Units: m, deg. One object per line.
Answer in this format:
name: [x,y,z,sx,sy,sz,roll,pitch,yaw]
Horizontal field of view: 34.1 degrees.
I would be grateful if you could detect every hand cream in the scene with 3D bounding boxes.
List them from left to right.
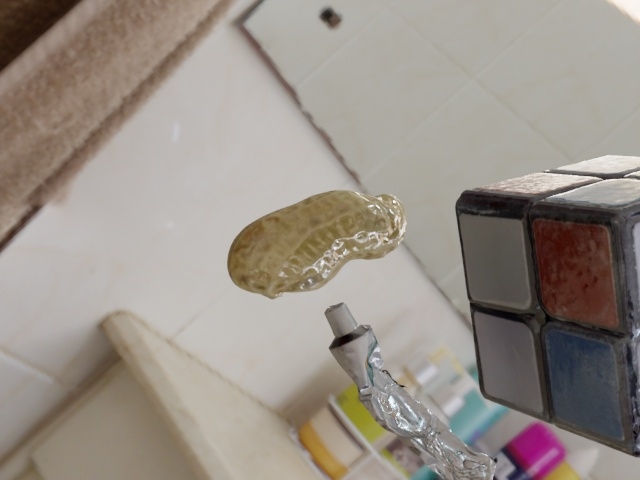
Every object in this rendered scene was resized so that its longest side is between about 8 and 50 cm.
hand cream: [0.088,0.170,1.091,0.257,0.050,0.084,49,32,-4]

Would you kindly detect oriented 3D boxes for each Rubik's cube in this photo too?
Rubik's cube: [0.407,0.064,1.404,0.316,0.318,0.314,11,-67,57]

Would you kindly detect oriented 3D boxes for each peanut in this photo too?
peanut: [0.000,0.000,1.741,0.140,0.325,0.153,140,-67,-72]
